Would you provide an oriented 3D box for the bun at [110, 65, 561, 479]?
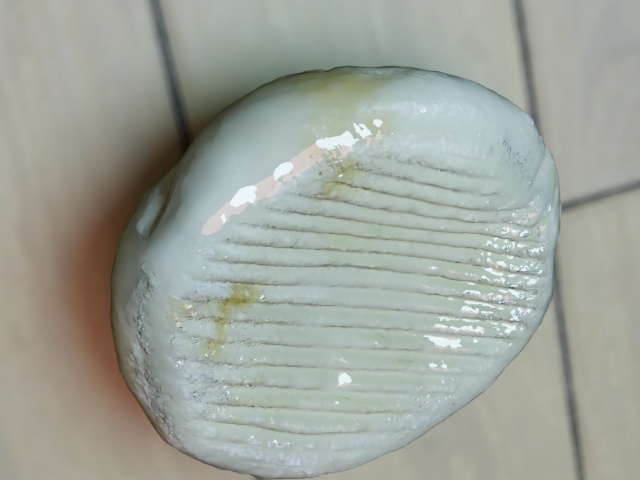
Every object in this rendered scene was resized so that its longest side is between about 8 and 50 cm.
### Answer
[{"bbox_3d":[0.000,0.000,0.600,0.183,0.102,0.183,-15,131,-18],"label":"bun"}]
